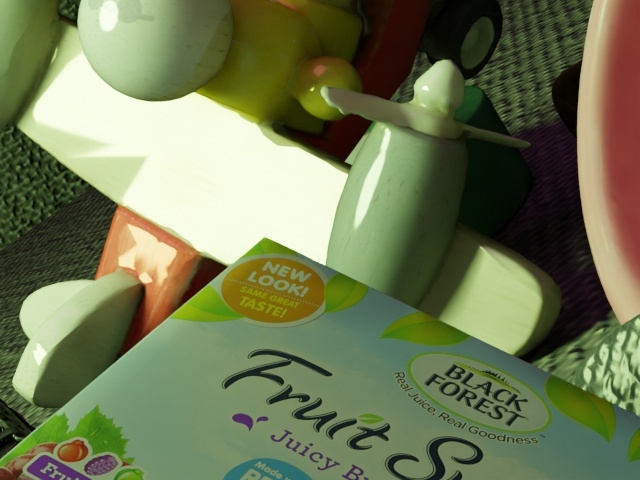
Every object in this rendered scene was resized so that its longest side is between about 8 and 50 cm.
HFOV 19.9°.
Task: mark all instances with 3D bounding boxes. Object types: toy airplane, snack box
[{"bbox_3d":[-0.073,-0.067,1.083,0.386,0.384,0.272,-17,-27,16],"label":"toy airplane"},{"bbox_3d":[0.014,0.103,0.576,0.207,0.070,0.174,27,44,23],"label":"snack box"}]

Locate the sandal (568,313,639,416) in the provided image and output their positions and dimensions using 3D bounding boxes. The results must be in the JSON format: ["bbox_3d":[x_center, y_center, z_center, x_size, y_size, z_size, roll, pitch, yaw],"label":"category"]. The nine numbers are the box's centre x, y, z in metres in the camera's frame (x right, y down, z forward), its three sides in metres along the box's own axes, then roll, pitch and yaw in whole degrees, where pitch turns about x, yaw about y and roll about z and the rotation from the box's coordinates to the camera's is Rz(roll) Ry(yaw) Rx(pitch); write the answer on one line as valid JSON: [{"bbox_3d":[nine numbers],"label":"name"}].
[{"bbox_3d":[0.169,0.040,0.628,0.254,0.054,0.097,-49,42,33],"label":"sandal"}]

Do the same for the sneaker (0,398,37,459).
[{"bbox_3d":[-0.196,0.145,1.058,0.102,0.146,0.293,-36,11,-20],"label":"sneaker"}]

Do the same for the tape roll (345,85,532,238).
[{"bbox_3d":[0.000,0.000,1.351,0.321,0.077,0.321,-30,12,7],"label":"tape roll"}]

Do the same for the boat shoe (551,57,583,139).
[{"bbox_3d":[0.253,-0.124,1.133,0.089,0.104,0.285,-40,13,-27],"label":"boat shoe"}]

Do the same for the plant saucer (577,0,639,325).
[{"bbox_3d":[0.223,-0.089,0.727,0.332,0.084,0.332,-43,40,52],"label":"plant saucer"}]
